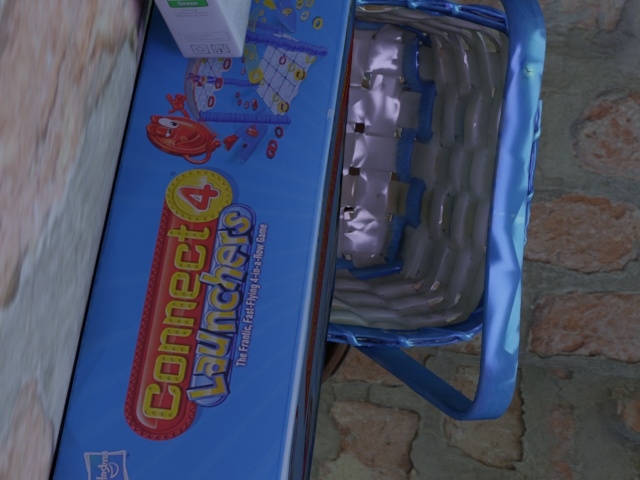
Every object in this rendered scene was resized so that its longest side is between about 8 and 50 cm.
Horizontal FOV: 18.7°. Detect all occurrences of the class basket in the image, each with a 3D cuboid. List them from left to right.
[{"bbox_3d":[0.051,-0.036,1.236,0.289,0.201,0.255,18,-75,60],"label":"basket"}]

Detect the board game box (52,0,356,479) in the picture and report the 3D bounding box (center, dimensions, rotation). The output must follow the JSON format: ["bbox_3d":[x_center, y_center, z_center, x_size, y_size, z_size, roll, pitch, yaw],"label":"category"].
[{"bbox_3d":[-0.045,0.063,0.902,0.302,0.086,0.308,93,4,-55],"label":"board game box"}]

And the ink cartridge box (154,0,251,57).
[{"bbox_3d":[-0.054,-0.129,0.775,0.115,0.029,0.063,63,30,-60],"label":"ink cartridge box"}]

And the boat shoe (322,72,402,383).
[{"bbox_3d":[0.000,0.000,1.556,0.116,0.123,0.324,-78,173,-48],"label":"boat shoe"}]
